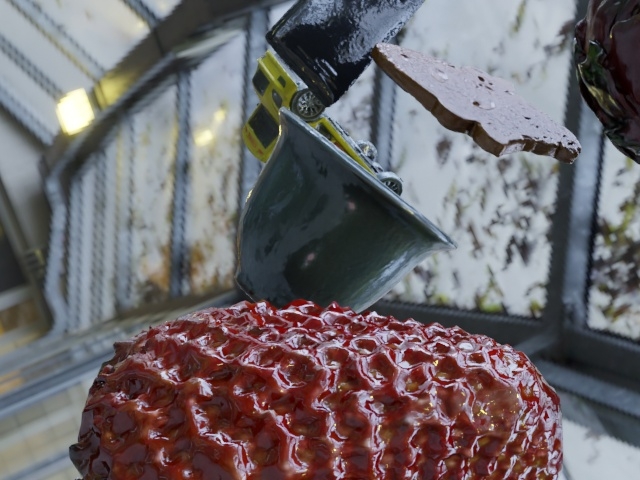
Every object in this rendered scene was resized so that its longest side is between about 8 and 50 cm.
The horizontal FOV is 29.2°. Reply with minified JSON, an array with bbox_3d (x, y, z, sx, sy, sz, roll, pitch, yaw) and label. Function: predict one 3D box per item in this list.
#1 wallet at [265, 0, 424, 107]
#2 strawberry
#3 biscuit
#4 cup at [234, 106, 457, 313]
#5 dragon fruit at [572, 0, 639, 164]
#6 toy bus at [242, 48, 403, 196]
[{"bbox_3d":[0.038,-0.288,1.552,0.124,0.244,0.025,46,-30,-13],"label":"wallet"},{"bbox_3d":[0.009,0.176,0.910,0.267,0.351,0.312,-107,-179,-55],"label":"strawberry"},{"bbox_3d":[0.185,-0.163,1.487,0.280,0.183,0.043,24,-60,4],"label":"biscuit"},{"bbox_3d":[0.000,0.000,1.089,0.199,0.150,0.199,38,4,-3],"label":"cup"},{"bbox_3d":[0.446,-0.216,1.403,0.329,0.329,0.329,46,-31,39],"label":"dragon fruit"},{"bbox_3d":[-0.010,-0.144,1.939,0.330,0.152,0.144,46,7,-36],"label":"toy bus"}]
